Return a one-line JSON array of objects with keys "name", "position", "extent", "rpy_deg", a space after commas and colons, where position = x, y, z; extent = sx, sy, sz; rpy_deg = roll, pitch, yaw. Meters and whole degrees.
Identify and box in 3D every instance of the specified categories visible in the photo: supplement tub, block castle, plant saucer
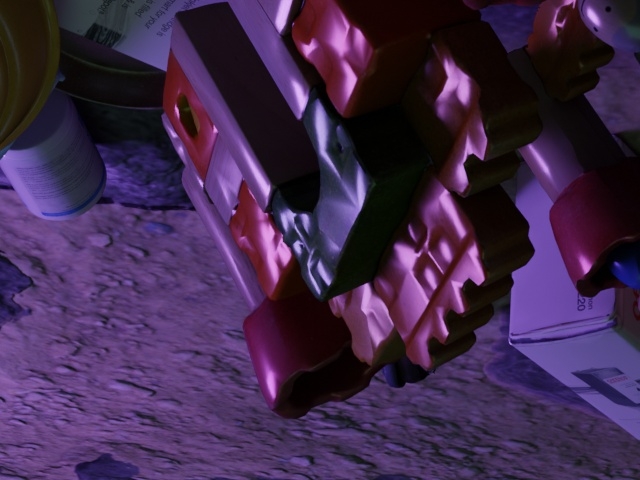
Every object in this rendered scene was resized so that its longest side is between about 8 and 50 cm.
[{"name": "supplement tub", "position": [-0.205, -0.067, 1.120], "extent": [0.071, 0.071, 0.107], "rpy_deg": [1, 152, 8]}, {"name": "block castle", "position": [0.113, -0.085, 0.727], "extent": [0.303, 0.213, 0.453], "rpy_deg": [-20, 156, -23]}, {"name": "plant saucer", "position": [-0.133, -0.144, 1.005], "extent": [0.168, 0.029, 0.168], "rpy_deg": [4, 152, 2]}]

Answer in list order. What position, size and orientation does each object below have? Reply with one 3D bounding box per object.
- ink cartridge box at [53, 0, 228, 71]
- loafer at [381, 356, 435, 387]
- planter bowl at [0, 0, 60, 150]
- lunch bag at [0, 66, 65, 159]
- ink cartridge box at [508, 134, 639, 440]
[{"name": "ink cartridge box", "position": [-0.097, -0.191, 0.828], "extent": [0.237, 0.100, 0.172], "rpy_deg": [21, 149, -26]}, {"name": "loafer", "position": [0.088, 0.037, 1.235], "extent": [0.095, 0.109, 0.302], "rpy_deg": [-3, 149, 7]}, {"name": "planter bowl", "position": [-0.249, -0.086, 0.785], "extent": [0.217, 0.090, 0.217], "rpy_deg": [-1, 133, -1]}, {"name": "lunch bag", "position": [-0.305, -0.114, 0.926], "extent": [0.223, 0.160, 0.262], "rpy_deg": [34, 147, -25]}, {"name": "ink cartridge box", "position": [0.236, 0.043, 1.152], "extent": [0.092, 0.158, 0.218], "rpy_deg": [-13, 147, 33]}]
